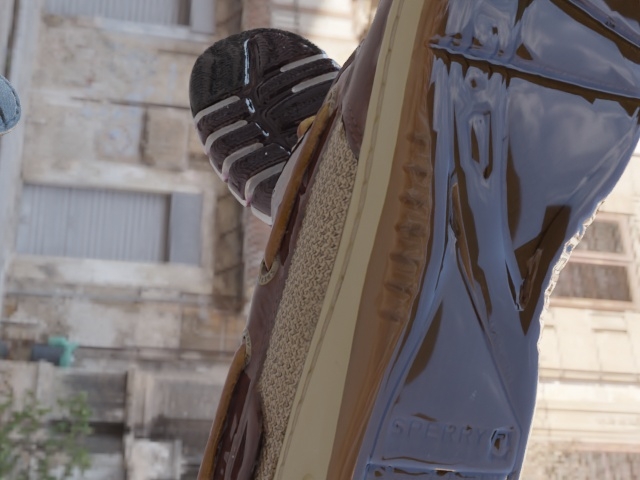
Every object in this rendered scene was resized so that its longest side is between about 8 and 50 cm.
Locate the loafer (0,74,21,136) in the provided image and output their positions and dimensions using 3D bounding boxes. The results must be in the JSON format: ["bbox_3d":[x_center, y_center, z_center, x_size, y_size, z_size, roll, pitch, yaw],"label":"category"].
[{"bbox_3d":[-0.403,-0.130,0.891,0.084,0.268,0.096,-29,-116,41],"label":"loafer"}]

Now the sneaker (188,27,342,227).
[{"bbox_3d":[0.000,0.000,0.653,0.281,0.106,0.162,58,-18,34],"label":"sneaker"}]

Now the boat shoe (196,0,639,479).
[{"bbox_3d":[0.029,-0.019,0.382,0.123,0.123,0.342,11,-94,50],"label":"boat shoe"}]
